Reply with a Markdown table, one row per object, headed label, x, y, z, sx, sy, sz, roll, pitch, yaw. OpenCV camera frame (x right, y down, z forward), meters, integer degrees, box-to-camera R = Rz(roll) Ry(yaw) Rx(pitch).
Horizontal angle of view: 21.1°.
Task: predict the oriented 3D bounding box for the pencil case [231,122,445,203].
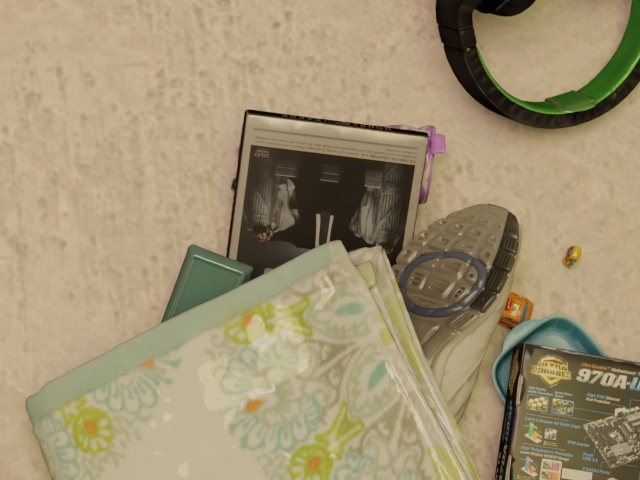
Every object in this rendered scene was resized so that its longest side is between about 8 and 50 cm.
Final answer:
| label | x | y | z | sx | sy | sz | roll | pitch | yaw |
| --- | --- | --- | --- | --- | --- | --- | --- | --- | --- |
| pencil case | 0.015 | -0.085 | 1.708 | 0.206 | 0.088 | 0.086 | 3 | 54 | -7 |

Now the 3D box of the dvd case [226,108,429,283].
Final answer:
| label | x | y | z | sx | sy | sz | roll | pitch | yaw |
| --- | --- | --- | --- | --- | --- | --- | --- | --- | --- |
| dvd case | 0.000 | 0.000 | 1.673 | 0.179 | 0.029 | 0.238 | 7 | 105 | -4 |

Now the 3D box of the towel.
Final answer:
| label | x | y | z | sx | sy | sz | roll | pitch | yaw |
| --- | --- | --- | --- | --- | --- | --- | --- | --- | --- |
| towel | -0.054 | 0.209 | 1.568 | 0.374 | 0.090 | 0.320 | -26 | 72 | 7 |

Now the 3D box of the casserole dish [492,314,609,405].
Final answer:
| label | x | y | z | sx | sy | sz | roll | pitch | yaw |
| --- | --- | --- | --- | --- | --- | --- | --- | --- | --- |
| casserole dish | 0.250 | 0.163 | 1.718 | 0.114 | 0.037 | 0.188 | -38 | 86 | -10 |

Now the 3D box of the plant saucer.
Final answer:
| label | x | y | z | sx | sy | sz | roll | pitch | yaw |
| --- | --- | --- | --- | --- | --- | --- | --- | --- | --- |
| plant saucer | -0.129 | 0.104 | 1.666 | 0.067 | 0.018 | 0.192 | 21 | 100 | -2 |

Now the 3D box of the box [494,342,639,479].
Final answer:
| label | x | y | z | sx | sy | sz | roll | pitch | yaw |
| --- | --- | --- | --- | --- | --- | --- | --- | --- | --- |
| box | 0.286 | 0.204 | 1.670 | 0.220 | 0.051 | 0.175 | 10 | 80 | -5 |

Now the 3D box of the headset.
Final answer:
| label | x | y | z | sx | sy | sz | roll | pitch | yaw |
| --- | --- | --- | --- | --- | --- | --- | --- | --- | --- |
| headset | 0.233 | -0.299 | 1.671 | 0.243 | 0.185 | 0.394 | -18 | 110 | -18 |

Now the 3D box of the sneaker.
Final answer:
| label | x | y | z | sx | sy | sz | roll | pitch | yaw |
| --- | --- | --- | --- | --- | --- | --- | --- | --- | --- |
| sneaker | 0.113 | 0.102 | 1.669 | 0.111 | 0.129 | 0.297 | 26 | 86 | 27 |

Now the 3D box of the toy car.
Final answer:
| label | x | y | z | sx | sy | sz | roll | pitch | yaw |
| --- | --- | --- | --- | --- | --- | --- | --- | --- | --- |
| toy car | 0.211 | 0.038 | 1.732 | 0.060 | 0.040 | 0.122 | 38 | 79 | 1 |
